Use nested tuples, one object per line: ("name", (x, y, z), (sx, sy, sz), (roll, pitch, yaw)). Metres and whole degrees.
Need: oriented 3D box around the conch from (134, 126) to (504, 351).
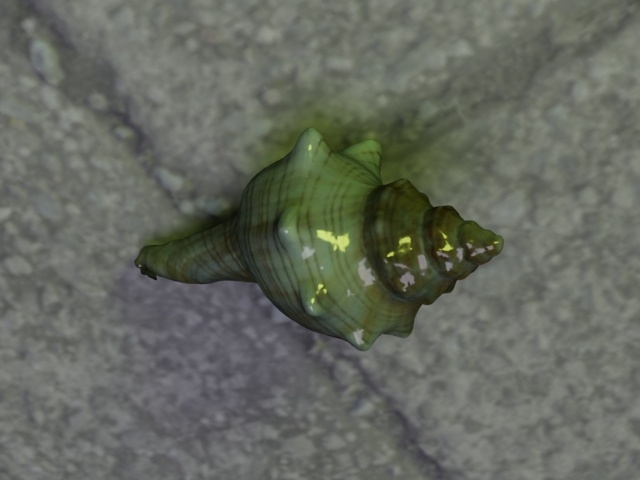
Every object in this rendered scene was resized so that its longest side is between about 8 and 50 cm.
("conch", (0.009, -0.010, 0.872), (0.137, 0.234, 0.114), (-2, 104, -33))
